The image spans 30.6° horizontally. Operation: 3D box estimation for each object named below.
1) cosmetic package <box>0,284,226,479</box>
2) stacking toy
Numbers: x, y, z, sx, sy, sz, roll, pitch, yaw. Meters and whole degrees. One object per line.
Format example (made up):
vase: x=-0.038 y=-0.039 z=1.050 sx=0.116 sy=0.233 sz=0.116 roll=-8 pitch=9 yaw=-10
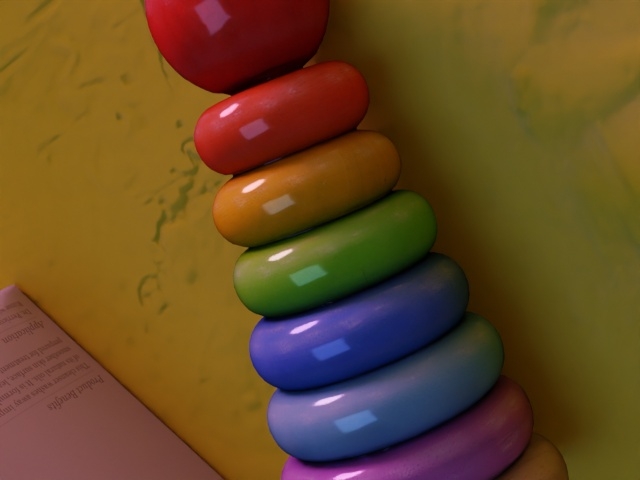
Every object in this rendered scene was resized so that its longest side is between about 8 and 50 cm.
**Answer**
cosmetic package: x=-0.143 y=0.228 z=0.697 sx=0.385 sy=0.217 sz=0.156 roll=43 pitch=119 yaw=10
stacking toy: x=0.000 y=0.000 z=0.575 sx=0.141 sy=0.141 sz=0.330 roll=-19 pitch=97 yaw=35
